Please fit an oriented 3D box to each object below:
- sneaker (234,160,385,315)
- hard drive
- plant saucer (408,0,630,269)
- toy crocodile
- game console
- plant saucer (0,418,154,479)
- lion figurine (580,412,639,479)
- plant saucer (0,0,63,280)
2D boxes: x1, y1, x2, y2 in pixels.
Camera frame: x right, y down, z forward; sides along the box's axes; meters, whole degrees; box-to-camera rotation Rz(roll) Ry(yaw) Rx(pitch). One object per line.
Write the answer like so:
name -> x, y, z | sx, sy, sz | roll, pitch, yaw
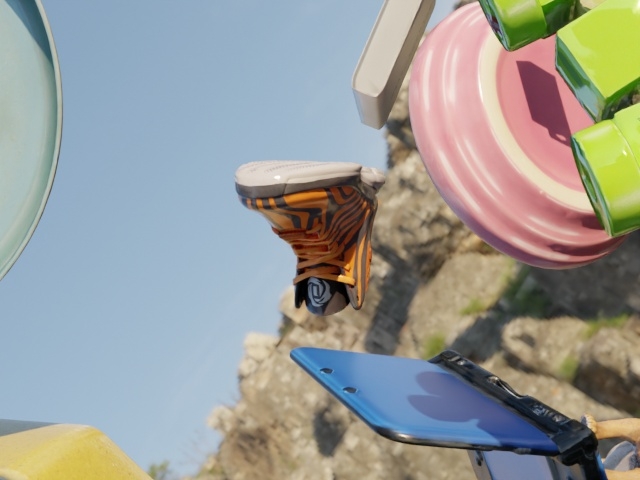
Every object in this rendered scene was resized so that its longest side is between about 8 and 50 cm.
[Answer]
sneaker -> 0.000, 0.000, 1.296 | 0.321, 0.124, 0.180 | 0, -87, -65
hard drive -> 0.112, -0.291, 1.607 | 0.353, 0.047, 0.233 | 16, -83, -87
plant saucer -> 0.258, -0.135, 1.275 | 0.332, 0.332, 0.084 | -46, 6, -35
toy crocodile -> 0.180, -0.100, 0.654 | 0.115, 0.341, 0.105 | -27, -15, 6
game console -> 0.122, 0.208, 1.036 | 0.173, 0.250, 0.293 | -24, 15, -12
plant saucer -> -0.187, 0.250, 0.920 | 0.332, 0.333, 0.081 | -6, 41, 49
lion figurine -> 0.436, 0.323, 1.546 | 0.392, 0.240, 0.142 | 128, 144, -67
plant saucer -> -0.307, -0.089, 0.746 | 0.318, 0.317, 0.043 | -61, -10, 13
